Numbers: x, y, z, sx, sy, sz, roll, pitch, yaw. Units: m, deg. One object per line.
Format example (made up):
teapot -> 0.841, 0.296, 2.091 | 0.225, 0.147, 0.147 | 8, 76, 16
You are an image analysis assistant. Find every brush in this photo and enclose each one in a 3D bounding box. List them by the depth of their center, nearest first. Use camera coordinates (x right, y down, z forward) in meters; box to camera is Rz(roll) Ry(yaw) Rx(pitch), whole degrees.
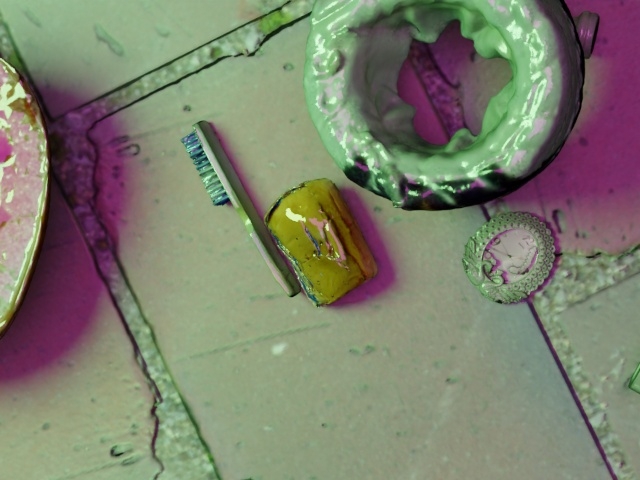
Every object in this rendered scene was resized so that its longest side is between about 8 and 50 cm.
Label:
brush -> -0.073, -0.024, 1.563 | 0.030, 0.033, 0.178 | -30, 86, 11

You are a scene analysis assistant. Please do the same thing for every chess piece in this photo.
chess piece -> 0.193, -0.186, 1.536 | 0.093, 0.042, 0.042 | 12, 90, 11

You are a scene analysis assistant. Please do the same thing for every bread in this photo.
bread -> 0.000, 0.000, 1.545 | 0.072, 0.053, 0.106 | -29, 91, 8

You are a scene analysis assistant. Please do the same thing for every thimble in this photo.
thimble -> 0.100, -0.139, 1.474 | 0.237, 0.150, 0.237 | 2, 96, 17

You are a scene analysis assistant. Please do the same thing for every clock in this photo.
clock -> 0.167, 0.013, 1.548 | 0.083, 0.010, 0.074 | -43, 85, 3

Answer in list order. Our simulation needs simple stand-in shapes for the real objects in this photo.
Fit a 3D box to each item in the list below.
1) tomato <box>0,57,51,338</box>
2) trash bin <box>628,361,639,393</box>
tomato -> -0.383, -0.035, 1.541 | 0.338, 0.144, 0.338 | 0, 94, 5
trash bin -> 0.347, 0.108, 1.503 | 0.130, 0.059, 0.116 | 29, 90, 7
